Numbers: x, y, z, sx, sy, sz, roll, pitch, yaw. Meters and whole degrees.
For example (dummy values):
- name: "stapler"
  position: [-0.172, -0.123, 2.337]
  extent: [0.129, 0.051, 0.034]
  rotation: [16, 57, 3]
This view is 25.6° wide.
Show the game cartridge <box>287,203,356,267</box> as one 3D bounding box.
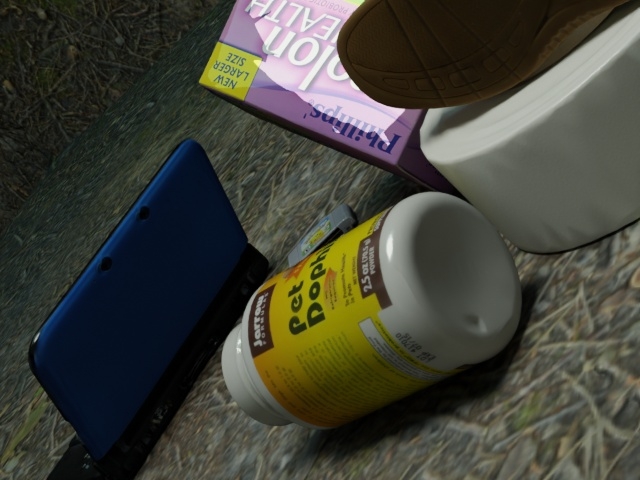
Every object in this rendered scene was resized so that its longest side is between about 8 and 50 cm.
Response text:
- name: "game cartridge"
  position: [0.000, 0.000, 1.365]
  extent: [0.083, 0.017, 0.056]
  rotation: [-44, 12, 9]

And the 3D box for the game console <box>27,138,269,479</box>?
- name: "game console"
  position: [-0.197, 0.082, 1.388]
  extent: [0.250, 0.173, 0.293]
  rotation: [-25, 26, 52]

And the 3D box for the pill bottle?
- name: "pill bottle"
  position: [0.026, 0.058, 0.961]
  extent: [0.215, 0.117, 0.117]
  rotation: [-32, 21, 44]

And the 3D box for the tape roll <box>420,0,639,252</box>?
- name: "tape roll"
  position: [0.203, -0.127, 0.987]
  extent: [0.286, 0.100, 0.286]
  rotation: [-43, 16, 16]

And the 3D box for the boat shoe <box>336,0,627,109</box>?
- name: "boat shoe"
  position: [0.137, -0.174, 0.929]
  extent: [0.285, 0.105, 0.089]
  rotation: [-22, 22, 34]

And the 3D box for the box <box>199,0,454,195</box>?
- name: "box"
  position: [0.052, -0.193, 1.194]
  extent: [0.213, 0.117, 0.243]
  rotation: [25, 91, 30]
